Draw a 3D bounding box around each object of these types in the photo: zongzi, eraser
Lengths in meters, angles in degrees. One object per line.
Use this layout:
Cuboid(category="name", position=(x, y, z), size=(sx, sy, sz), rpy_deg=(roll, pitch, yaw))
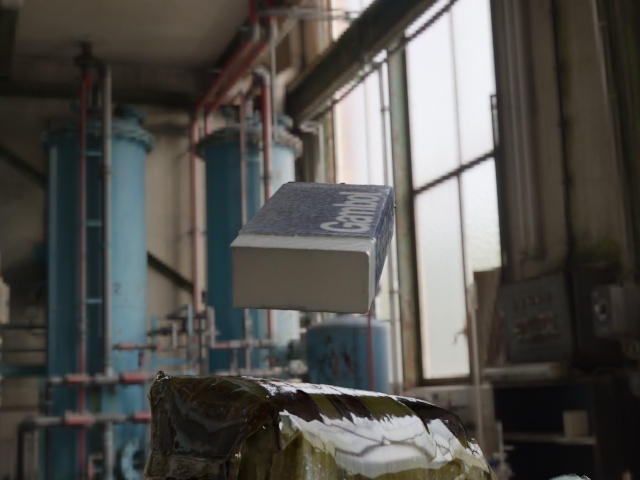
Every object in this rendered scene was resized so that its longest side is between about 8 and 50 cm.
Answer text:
Cuboid(category="zongzi", position=(-0.005, 0.239, 0.662), size=(0.134, 0.288, 0.286), rpy_deg=(0, -11, 42))
Cuboid(category="eraser", position=(0.000, 0.000, 0.708), size=(0.092, 0.046, 0.212), rpy_deg=(2, 14, 8))

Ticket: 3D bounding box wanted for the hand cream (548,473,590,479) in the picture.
Cuboid(category="hand cream", position=(0.125, 0.226, 0.530), size=(0.085, 0.058, 0.331), rpy_deg=(0, 18, 16))
